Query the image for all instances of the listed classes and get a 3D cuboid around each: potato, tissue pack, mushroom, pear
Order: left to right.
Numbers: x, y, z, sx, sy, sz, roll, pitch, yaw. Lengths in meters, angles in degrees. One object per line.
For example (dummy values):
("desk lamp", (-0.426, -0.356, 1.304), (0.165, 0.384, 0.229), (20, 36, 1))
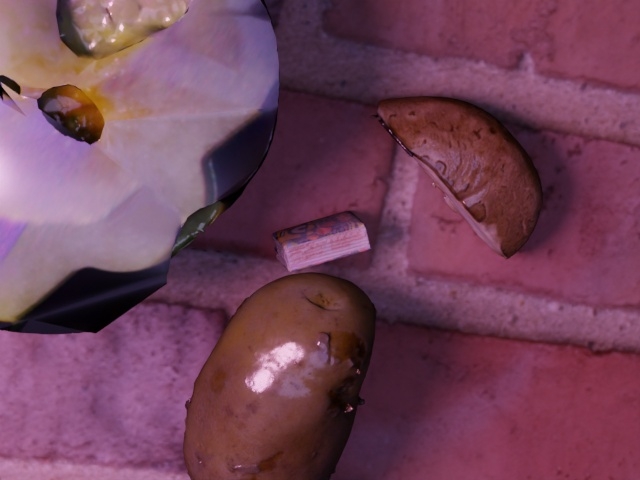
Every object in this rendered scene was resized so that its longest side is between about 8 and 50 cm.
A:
("pear", (-0.238, -0.134, 1.373), (0.398, 0.165, 0.399), (-4, 106, -13))
("potato", (-0.040, 0.151, 1.504), (0.165, 0.165, 0.262), (22, 102, -18))
("tissue pack", (0.000, 0.000, 1.524), (0.083, 0.063, 0.035), (-17, 105, -10))
("mushroom", (0.146, -0.073, 1.534), (0.094, 0.072, 0.210), (-44, 110, -8))
